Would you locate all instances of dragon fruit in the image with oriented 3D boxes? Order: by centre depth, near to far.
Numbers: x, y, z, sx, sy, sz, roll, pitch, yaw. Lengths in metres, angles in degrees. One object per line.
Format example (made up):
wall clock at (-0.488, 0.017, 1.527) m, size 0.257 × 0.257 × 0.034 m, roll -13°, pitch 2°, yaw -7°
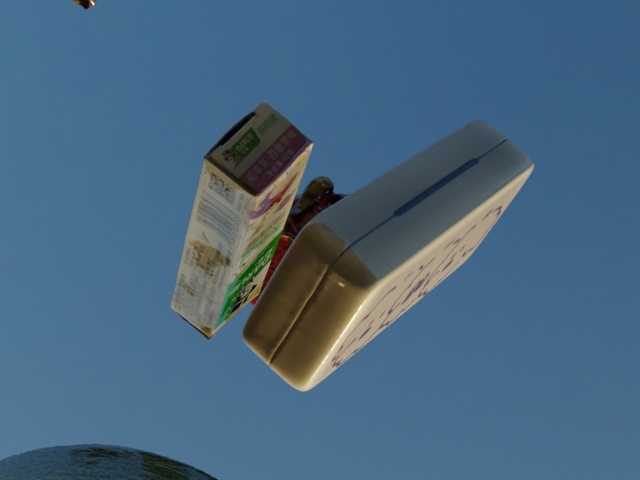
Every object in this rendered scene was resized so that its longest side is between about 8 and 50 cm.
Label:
dragon fruit at (0.000, 0.000, 1.224) m, size 0.207 × 0.150 × 0.133 m, roll -37°, pitch -76°, yaw 3°

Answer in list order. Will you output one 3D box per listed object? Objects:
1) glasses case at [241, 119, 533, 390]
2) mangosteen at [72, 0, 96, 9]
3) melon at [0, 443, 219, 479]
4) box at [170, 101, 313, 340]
glasses case at (0.069, 0.002, 1.049) m, size 0.076 × 0.336 × 0.144 m, roll 40°, pitch -54°, yaw 13°
mangosteen at (-0.221, -0.458, 1.423) m, size 0.313 × 0.297 × 0.297 m, roll -25°, pitch -98°, yaw 53°
melon at (-0.103, 0.158, 0.518) m, size 0.192 × 0.139 × 0.139 m, roll -1°, pitch -83°, yaw 8°
box at (-0.052, -0.005, 0.722) m, size 0.041 × 0.050 × 0.207 m, roll 38°, pitch -28°, yaw 8°
